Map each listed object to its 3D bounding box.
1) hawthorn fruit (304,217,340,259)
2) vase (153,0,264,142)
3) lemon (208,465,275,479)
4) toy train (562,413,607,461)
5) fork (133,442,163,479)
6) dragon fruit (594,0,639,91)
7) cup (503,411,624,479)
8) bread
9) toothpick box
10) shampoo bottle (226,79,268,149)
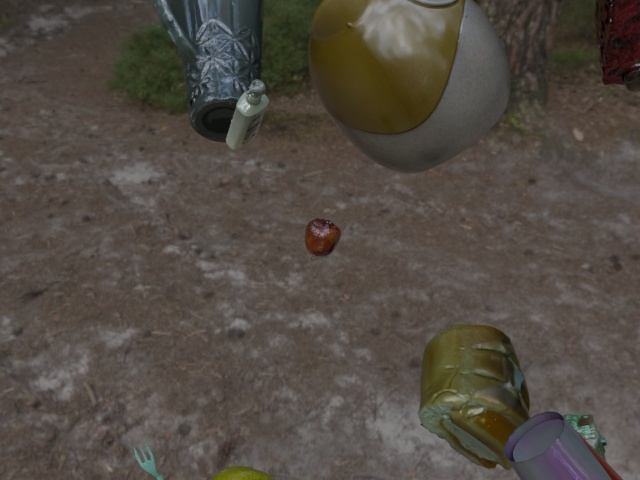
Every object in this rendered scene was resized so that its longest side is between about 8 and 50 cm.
[{"bbox_3d":[0.003,-0.005,1.163,0.077,0.077,0.077,5,36,-4],"label":"hawthorn fruit"},{"bbox_3d":[-0.166,-0.308,0.939,0.251,0.156,0.300,28,45,-48],"label":"vase"},{"bbox_3d":[-0.165,0.553,1.178,0.184,0.248,0.184,25,25,-13],"label":"lemon"},{"bbox_3d":[0.653,0.590,1.445,0.129,0.326,0.159,-16,1,22],"label":"toy train"},{"bbox_3d":[-0.359,0.549,1.340,0.039,0.021,0.235,-17,40,-35],"label":"fork"},{"bbox_3d":[0.548,-0.366,0.864,0.330,0.302,0.240,11,34,37],"label":"dragon fruit"},{"bbox_3d":[0.490,0.477,1.122,0.288,0.203,0.203,51,43,-2],"label":"cup"},{"bbox_3d":[0.400,0.351,1.461,0.300,0.210,0.341,44,33,-15],"label":"bread"},{"bbox_3d":[0.185,-0.401,1.321,0.425,0.409,0.409,49,33,-18],"label":"toothpick box"},{"bbox_3d":[-0.090,-0.162,0.751,0.049,0.141,0.034,-38,88,-23],"label":"shampoo bottle"}]
